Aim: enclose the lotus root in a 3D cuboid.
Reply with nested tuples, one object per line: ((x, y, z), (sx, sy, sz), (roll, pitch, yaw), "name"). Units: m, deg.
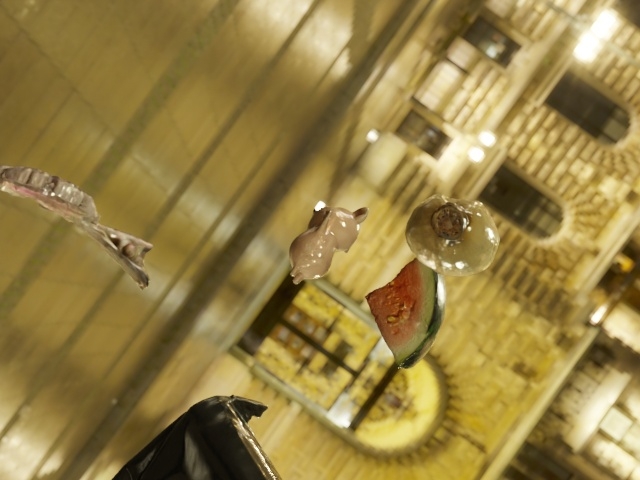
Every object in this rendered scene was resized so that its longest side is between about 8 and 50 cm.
((0.104, -0.002, 0.922), (0.150, 0.073, 0.062), (32, 68, -77), "lotus root")

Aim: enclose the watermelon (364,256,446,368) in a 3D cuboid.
((0.162, 0.100, 1.878), (0.145, 0.137, 0.193), (-40, -165, 20), "watermelon")

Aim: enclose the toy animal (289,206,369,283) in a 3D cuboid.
((0.005, 0.005, 1.714), (0.150, 0.089, 0.083), (-43, -166, -24), "toy animal")

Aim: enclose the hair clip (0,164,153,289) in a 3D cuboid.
((-0.379, -0.036, 1.830), (0.069, 0.300, 0.173), (-58, -168, -19), "hair clip")

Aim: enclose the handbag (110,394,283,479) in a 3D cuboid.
((-0.085, 0.291, 0.881), (0.275, 0.178, 0.302), (-39, -151, -6), "handbag")
